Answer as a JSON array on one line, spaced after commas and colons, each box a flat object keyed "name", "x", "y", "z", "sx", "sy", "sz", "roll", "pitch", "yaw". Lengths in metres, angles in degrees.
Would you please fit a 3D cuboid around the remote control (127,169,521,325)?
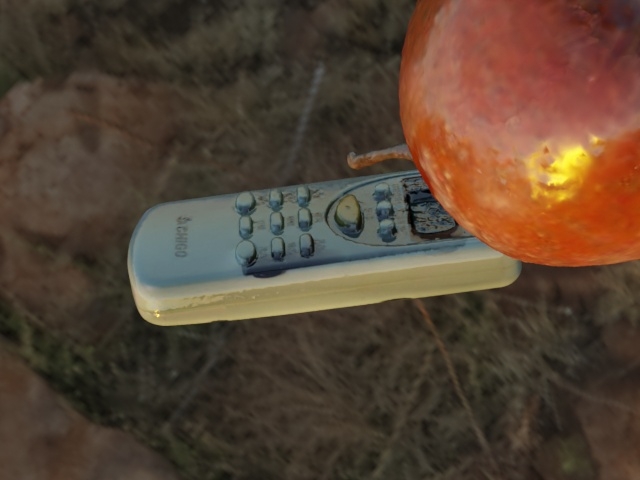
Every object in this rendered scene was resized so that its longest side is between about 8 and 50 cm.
[{"name": "remote control", "x": 0.000, "y": 0.000, "z": 1.325, "sx": 0.296, "sy": 0.056, "sz": 0.140, "roll": -6, "pitch": 30, "yaw": 2}]

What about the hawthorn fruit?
[{"name": "hawthorn fruit", "x": 0.159, "y": -0.083, "z": 0.998, "sx": 0.235, "sy": 0.231, "sz": 0.263, "roll": -77, "pitch": 8, "yaw": -69}]
